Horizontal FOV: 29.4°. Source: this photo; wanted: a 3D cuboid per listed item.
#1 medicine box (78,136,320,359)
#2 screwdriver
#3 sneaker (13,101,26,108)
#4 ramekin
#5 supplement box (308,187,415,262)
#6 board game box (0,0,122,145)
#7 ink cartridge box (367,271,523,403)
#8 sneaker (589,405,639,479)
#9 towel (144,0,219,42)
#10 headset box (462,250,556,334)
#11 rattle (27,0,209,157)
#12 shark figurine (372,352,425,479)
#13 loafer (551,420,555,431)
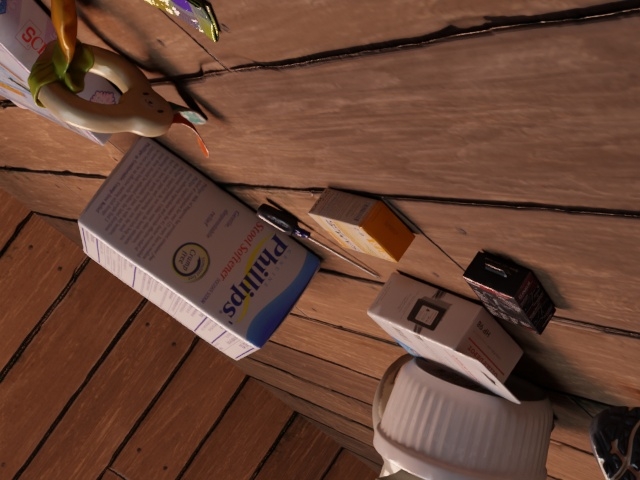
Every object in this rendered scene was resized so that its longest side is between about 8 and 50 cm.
[{"bbox_3d":[-0.172,0.021,1.667,0.289,0.149,0.263,35,168,-3],"label":"medicine box"},{"bbox_3d":[0.000,0.000,1.466,0.170,0.025,0.024,25,166,4],"label":"screwdriver"},{"bbox_3d":[-0.436,-0.230,1.653,0.134,0.051,0.070,35,166,-16],"label":"sneaker"},{"bbox_3d":[0.173,0.211,1.425,0.207,0.109,0.207,13,-172,-2],"label":"ramekin"},{"bbox_3d":[0.041,-0.016,1.237,0.062,0.036,0.098,43,165,-31],"label":"supplement box"},{"bbox_3d":[-0.416,-0.266,1.423,0.318,0.066,0.318,26,165,36],"label":"board game box"},{"bbox_3d":[0.150,0.107,1.353,0.180,0.060,0.104,21,162,47],"label":"ink cartridge box"},{"bbox_3d":[0.379,0.269,1.265,0.283,0.110,0.122,37,171,-9],"label":"sneaker"},{"bbox_3d":[-0.124,-0.201,1.035,0.083,0.009,0.060,32,166,16],"label":"towel"},{"bbox_3d":[0.174,0.047,1.134,0.062,0.032,0.083,23,162,41],"label":"headset box"},{"bbox_3d":[-0.186,-0.177,1.246,0.199,0.143,0.130,21,-159,-6],"label":"rattle"},{"bbox_3d":[0.101,0.264,1.573,0.116,0.166,0.278,-64,38,41],"label":"shark figurine"},{"bbox_3d":[0.200,0.245,1.659,0.109,0.095,0.302,38,167,-17],"label":"loafer"}]
